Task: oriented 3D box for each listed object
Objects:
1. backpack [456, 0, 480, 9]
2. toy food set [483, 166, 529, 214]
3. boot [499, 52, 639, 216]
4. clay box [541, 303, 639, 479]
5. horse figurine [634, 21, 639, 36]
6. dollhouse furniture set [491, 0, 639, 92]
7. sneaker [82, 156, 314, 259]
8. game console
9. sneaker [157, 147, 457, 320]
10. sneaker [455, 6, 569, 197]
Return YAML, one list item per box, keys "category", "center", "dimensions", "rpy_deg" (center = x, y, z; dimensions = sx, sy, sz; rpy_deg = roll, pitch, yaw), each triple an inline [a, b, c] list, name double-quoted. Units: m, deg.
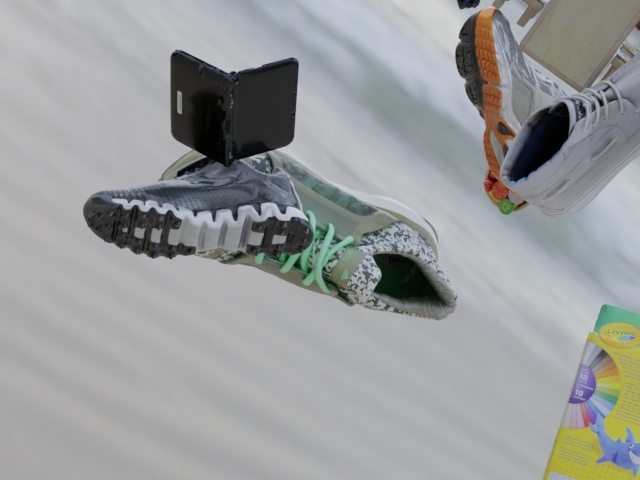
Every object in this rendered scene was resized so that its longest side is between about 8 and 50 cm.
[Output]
- category: "backpack"
  center: [0.141, -0.286, 1.651]
  dimensions: [0.084, 0.114, 0.105]
  rpy_deg: [32, 51, -6]
- category: "toy food set"
  center: [0.261, -0.079, 2.526]
  dimensions: [0.082, 0.083, 0.020]
  rpy_deg: [51, 26, 15]
- category: "boot"
  center: [0.315, -0.137, 2.076]
  dimensions: [0.123, 0.258, 0.095]
  rpy_deg: [22, 21, -53]
- category: "clay box"
  center: [0.291, 0.184, 1.753]
  dimensions: [0.127, 0.222, 0.053]
  rpy_deg: [19, -10, 8]
- category: "horse figurine"
  center: [0.512, -0.340, 2.364]
  dimensions: [0.066, 0.263, 0.174]
  rpy_deg: [1, 38, -41]
- category: "dollhouse furniture set"
  center: [0.339, -0.288, 2.227]
  dimensions: [0.212, 0.161, 0.242]
  rpy_deg: [36, 20, 2]
- category: "sneaker"
  center: [-0.127, -0.040, 1.879]
  dimensions: [0.234, 0.078, 0.106]
  rpy_deg: [2, 51, -14]
- category: "game console"
  center: [-0.086, -0.139, 1.811]
  dimensions: [0.107, 0.071, 0.122]
  rpy_deg: [27, -38, 19]
- category: "sneaker"
  center: [0.000, 0.000, 2.104]
  dimensions: [0.410, 0.158, 0.182]
  rpy_deg: [15, 15, -32]
- category: "sneaker"
  center: [0.258, -0.191, 2.355]
  dimensions: [0.099, 0.121, 0.262]
  rpy_deg: [35, -31, 52]
